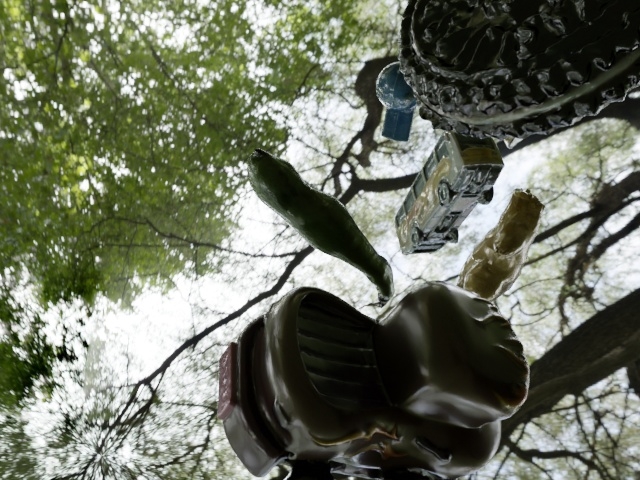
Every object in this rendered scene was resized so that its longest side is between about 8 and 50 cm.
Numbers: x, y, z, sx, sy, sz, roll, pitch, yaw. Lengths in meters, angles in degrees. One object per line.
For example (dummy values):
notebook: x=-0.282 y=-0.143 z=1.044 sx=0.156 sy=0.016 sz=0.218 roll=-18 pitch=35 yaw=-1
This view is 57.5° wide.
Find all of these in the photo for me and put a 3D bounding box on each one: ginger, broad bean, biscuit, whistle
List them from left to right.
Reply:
broad bean: x=0.010 y=-0.003 z=0.773 sx=0.318 sy=0.098 sz=0.056 roll=53 pitch=-145 yaw=-31
whistle: x=0.133 y=-0.243 z=0.992 sx=0.090 sy=0.090 sz=0.157 roll=0 pitch=-67 yaw=-20
ginger: x=0.409 y=0.039 z=1.416 sx=0.236 sy=0.375 sz=0.166 roll=-31 pitch=-129 yaw=-13
biscuit: x=0.135 y=-0.151 z=0.369 sx=0.053 sy=0.195 sz=0.194 roll=36 pitch=-123 yaw=-41

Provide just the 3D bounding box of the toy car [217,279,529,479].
toy car: x=0.070 y=0.161 z=0.686 sx=0.341 sy=0.240 sz=0.271 roll=17 pitch=-142 yaw=-24

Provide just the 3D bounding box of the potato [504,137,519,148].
potato: x=0.531 y=-0.352 z=1.532 sx=0.117 sy=0.202 sz=0.182 roll=45 pitch=-160 yaw=12

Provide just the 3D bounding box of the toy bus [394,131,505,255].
toy bus: x=0.247 y=-0.086 z=1.174 sx=0.097 sy=0.342 sz=0.138 roll=-2 pitch=-120 yaw=-14
